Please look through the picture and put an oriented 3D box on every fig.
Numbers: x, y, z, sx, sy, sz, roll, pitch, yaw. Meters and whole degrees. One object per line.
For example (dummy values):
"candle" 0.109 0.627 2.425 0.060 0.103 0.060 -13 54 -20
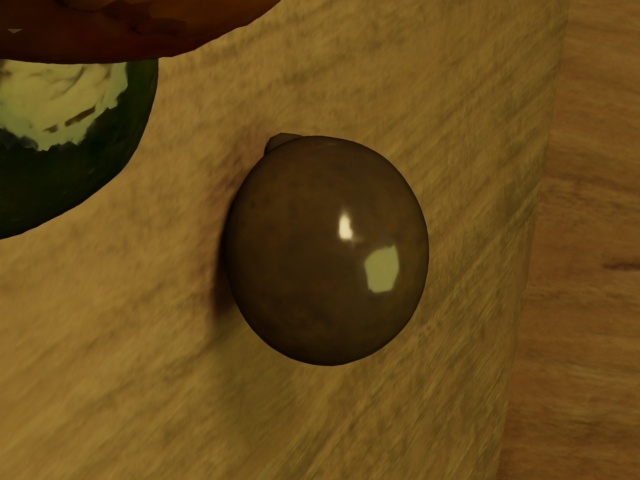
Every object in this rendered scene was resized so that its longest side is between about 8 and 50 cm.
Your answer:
"fig" -0.186 -0.092 0.839 0.244 0.195 0.195 -5 111 -38

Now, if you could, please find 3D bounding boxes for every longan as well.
"longan" 0.000 0.000 1.511 0.185 0.159 0.204 108 -32 -52

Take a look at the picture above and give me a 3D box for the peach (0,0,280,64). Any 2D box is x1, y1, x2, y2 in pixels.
"peach" -0.116 -0.224 0.640 0.372 0.289 0.373 -10 90 -83
